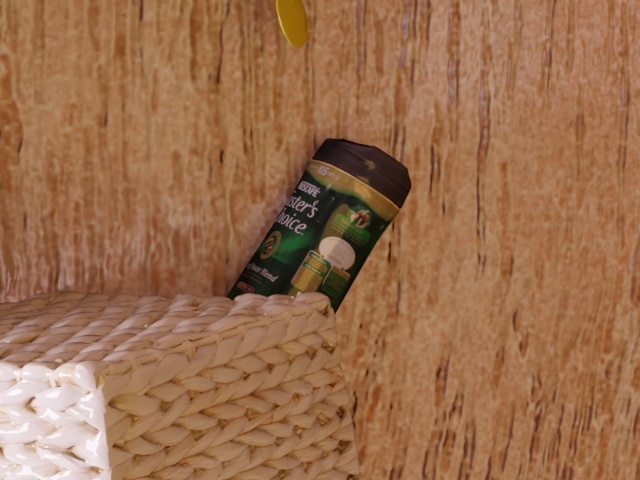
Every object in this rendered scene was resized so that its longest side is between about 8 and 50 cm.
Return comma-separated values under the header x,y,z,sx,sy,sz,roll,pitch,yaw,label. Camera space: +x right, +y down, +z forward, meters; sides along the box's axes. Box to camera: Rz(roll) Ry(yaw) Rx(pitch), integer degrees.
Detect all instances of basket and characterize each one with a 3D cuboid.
x,y,z,sx,sy,sz,roll,pitch,yaw,label
-0.170,0.188,1.278,0.331,0.328,0.266,-13,100,-58,basket

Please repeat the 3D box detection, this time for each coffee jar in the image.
x,y,z,sx,sy,sz,roll,pitch,yaw,label
0.000,0.000,1.485,0.079,0.096,0.184,34,85,-22,coffee jar

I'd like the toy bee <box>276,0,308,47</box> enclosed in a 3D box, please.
x,y,z,sx,sy,sz,roll,pitch,yaw,label
0.003,-0.246,1.437,0.298,0.162,0.195,16,74,11,toy bee
